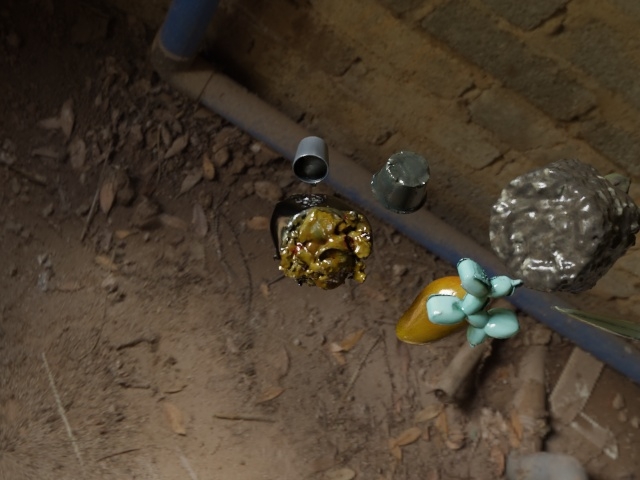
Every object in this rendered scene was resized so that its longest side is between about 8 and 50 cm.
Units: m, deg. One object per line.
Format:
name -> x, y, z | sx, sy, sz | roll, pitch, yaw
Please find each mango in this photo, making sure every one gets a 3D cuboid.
mango -> 0.287, 0.171, 1.740 | 0.138, 0.253, 0.113 | 56, 25, -3

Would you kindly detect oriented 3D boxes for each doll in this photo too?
doll -> 0.256, 0.111, 1.160 | 0.159, 0.159, 0.059 | 17, 36, -14

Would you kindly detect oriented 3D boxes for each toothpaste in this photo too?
toothpaste -> 0.586, 0.168, 1.419 | 0.255, 0.067, 0.037 | 16, 89, 9

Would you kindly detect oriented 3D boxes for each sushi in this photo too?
sushi -> 0.001, 0.007, 1.623 | 0.213, 0.204, 0.200 | -9, 113, -15

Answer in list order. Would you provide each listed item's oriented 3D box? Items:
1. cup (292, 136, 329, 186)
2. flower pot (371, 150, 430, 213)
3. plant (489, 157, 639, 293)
cup -> -0.017, -0.168, 1.566 | 0.078, 0.100, 0.077 | 0, 42, 5
flower pot -> 0.222, -0.163, 1.905 | 0.157, 0.107, 0.157 | 6, 56, -9
plant -> 0.454, -0.030, 1.301 | 0.213, 0.215, 0.312 | 45, 33, 22
